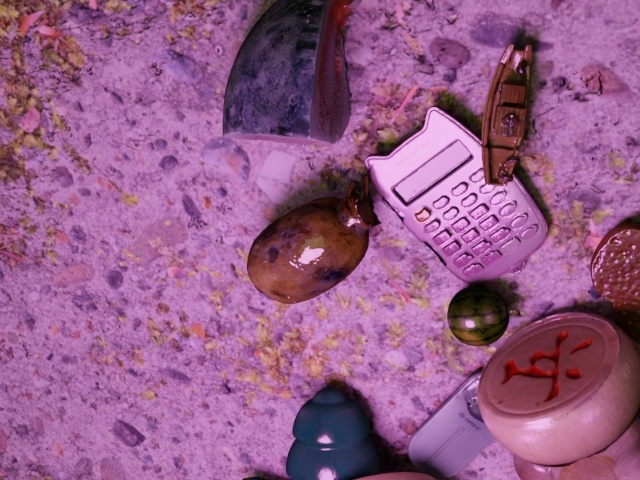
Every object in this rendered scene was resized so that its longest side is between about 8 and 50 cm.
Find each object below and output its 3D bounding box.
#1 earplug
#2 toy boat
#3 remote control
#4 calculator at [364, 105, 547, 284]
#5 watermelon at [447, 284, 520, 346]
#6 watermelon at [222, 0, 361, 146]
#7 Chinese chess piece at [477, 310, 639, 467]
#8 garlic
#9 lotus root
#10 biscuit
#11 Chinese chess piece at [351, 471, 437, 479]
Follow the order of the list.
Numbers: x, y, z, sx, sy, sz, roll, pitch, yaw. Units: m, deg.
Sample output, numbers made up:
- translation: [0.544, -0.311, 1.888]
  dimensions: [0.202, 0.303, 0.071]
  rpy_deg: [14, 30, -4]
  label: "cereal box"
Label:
- translation: [-0.006, 0.382, 1.875]
  dimensions: [0.257, 0.163, 0.280]
  rpy_deg: [20, 111, 50]
  label: "earplug"
- translation: [0.269, -0.181, 1.532]
  dimensions: [0.064, 0.072, 0.206]
  rpy_deg: [6, 105, -1]
  label: "toy boat"
- translation: [0.241, 0.307, 1.786]
  dimensions: [0.104, 0.052, 0.247]
  rpy_deg: [39, 119, -1]
  label: "remote control"
- translation: [0.218, -0.061, 1.645]
  dimensions: [0.194, 0.043, 0.294]
  rpy_deg: [-37, 100, 28]
  label: "calculator"
- translation: [0.253, 0.117, 1.676]
  dimensions: [0.109, 0.109, 0.109]
  rpy_deg: [8, 115, 17]
  label: "watermelon"
- translation: [-0.013, -0.227, 1.573]
  dimensions: [0.213, 0.290, 0.320]
  rpy_deg: [34, 110, -31]
  label: "watermelon"
- translation: [0.358, 0.219, 1.593]
  dimensions: [0.249, 0.250, 0.103]
  rpy_deg: [-21, 119, 26]
  label: "Chinese chess piece"
- translation: [0.419, 0.343, 1.679]
  dimensions: [0.227, 0.152, 0.228]
  rpy_deg: [7, 117, 14]
  label: "garlic"
- translation: [0.001, 0.002, 1.687]
  dimensions: [0.278, 0.154, 0.154]
  rpy_deg: [-36, 97, 26]
  label: "lotus root"
- translation: [0.542, 0.078, 1.583]
  dimensions: [0.290, 0.041, 0.208]
  rpy_deg: [33, 120, 3]
  label: "biscuit"
- translation: [0.092, 0.484, 1.809]
  dimensions: [0.273, 0.102, 0.273]
  rpy_deg: [-9, 149, -5]
  label: "Chinese chess piece"
